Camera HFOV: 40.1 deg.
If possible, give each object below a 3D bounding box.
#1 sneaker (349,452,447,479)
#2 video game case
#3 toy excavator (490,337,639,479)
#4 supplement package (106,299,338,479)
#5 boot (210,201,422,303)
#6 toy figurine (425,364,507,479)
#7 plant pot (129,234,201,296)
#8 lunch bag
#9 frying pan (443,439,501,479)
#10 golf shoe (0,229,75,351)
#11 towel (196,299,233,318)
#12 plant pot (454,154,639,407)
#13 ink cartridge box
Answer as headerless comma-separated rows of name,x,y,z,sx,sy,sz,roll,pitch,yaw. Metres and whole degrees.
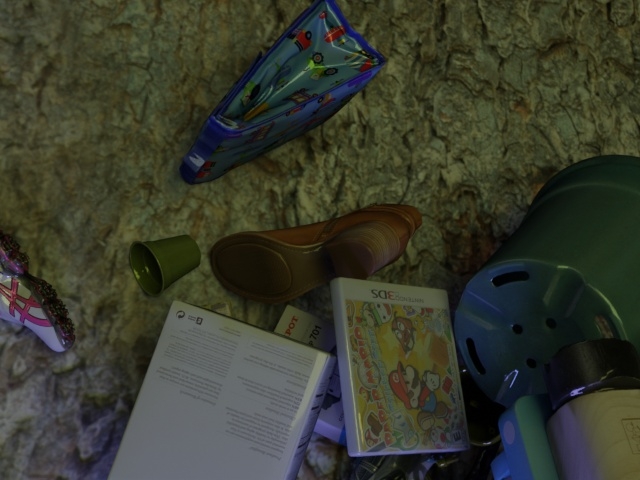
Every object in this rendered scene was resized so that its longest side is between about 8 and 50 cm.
sneaker,0.098,0.329,1.280,0.110,0.122,0.283,37,88,-26
video game case,0.108,0.167,1.163,0.206,0.026,0.226,9,68,-39
toy excavator,0.270,0.316,1.061,0.433,0.445,0.222,1,55,-17
supplement package,-0.116,0.234,1.096,0.199,0.198,0.262,19,84,7
boot,0.000,0.000,1.302,0.220,0.284,0.109,-36,112,-60
toy figurine,0.304,0.375,1.293,0.217,0.191,0.362,23,27,-47
plant pot,-0.214,0.027,1.243,0.079,0.083,0.083,-24,86,-37
lunch bag,-0.083,-0.186,1.267,0.138,0.221,0.293,49,64,-4
frying pan,0.200,0.400,1.327,0.197,0.053,0.326,10,57,-16
golf shoe,-0.401,0.079,1.163,0.086,0.067,0.186,-37,93,1
towel,-0.151,0.131,1.274,0.060,0.009,0.083,-6,79,-24
plant pot,0.381,0.085,1.270,0.334,0.341,0.341,-30,89,-46
ink cartridge box,0.008,0.197,1.248,0.191,0.082,0.139,23,67,7
